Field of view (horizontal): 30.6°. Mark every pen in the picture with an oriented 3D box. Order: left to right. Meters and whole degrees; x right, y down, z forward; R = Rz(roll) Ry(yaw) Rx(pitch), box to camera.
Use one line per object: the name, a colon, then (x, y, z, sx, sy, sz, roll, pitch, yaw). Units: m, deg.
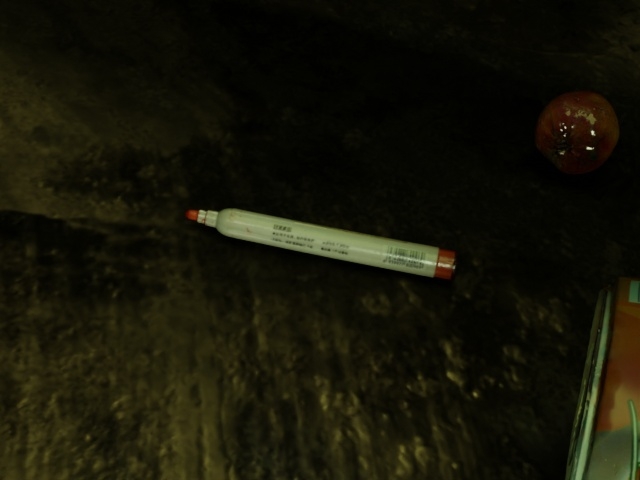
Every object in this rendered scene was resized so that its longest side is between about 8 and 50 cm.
pen: (0.000, 0.000, 0.921, 0.218, 0.026, 0.026, 11, 47, 2)

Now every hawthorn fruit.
hawthorn fruit: (0.223, -0.095, 1.012, 0.077, 0.077, 0.077, 4, 47, -5)

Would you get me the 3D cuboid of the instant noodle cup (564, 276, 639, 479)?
instant noodle cup: (0.248, 0.149, 0.669, 0.214, 0.296, 0.296, 11, 47, 14)
